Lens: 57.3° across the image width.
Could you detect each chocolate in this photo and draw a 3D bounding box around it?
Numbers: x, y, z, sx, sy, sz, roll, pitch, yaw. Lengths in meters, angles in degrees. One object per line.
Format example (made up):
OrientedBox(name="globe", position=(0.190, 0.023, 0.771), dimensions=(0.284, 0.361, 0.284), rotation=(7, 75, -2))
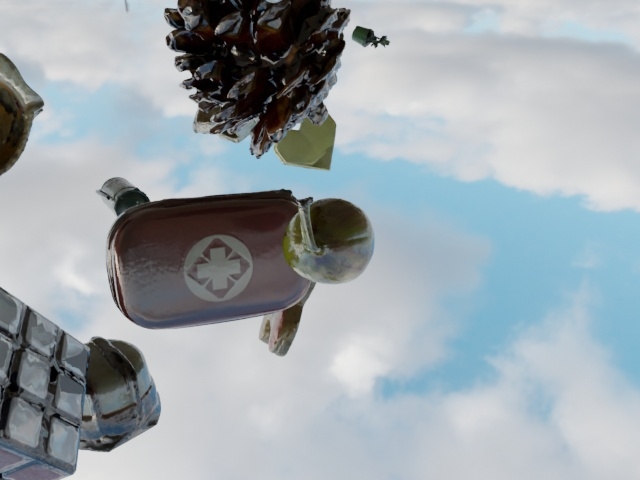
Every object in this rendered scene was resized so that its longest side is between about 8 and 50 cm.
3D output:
OrientedBox(name="chocolate", position=(-0.549, 0.365, 1.478), dimensions=(0.284, 0.186, 0.283), rotation=(6, -149, -4))

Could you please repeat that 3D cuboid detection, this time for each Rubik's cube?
OrientedBox(name="Rubik's cube", position=(-0.668, 0.309, 1.118), dimensions=(0.305, 0.303, 0.301), rotation=(-23, -134, 9))

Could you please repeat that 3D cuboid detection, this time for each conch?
OrientedBox(name="conch", position=(-0.658, -0.231, 1.055), dimensions=(0.297, 0.352, 0.210), rotation=(21, -176, -9))

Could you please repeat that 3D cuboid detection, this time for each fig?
OrientedBox(name="fig", position=(0.014, 0.004, 0.899), dimensions=(0.142, 0.147, 0.186), rotation=(22, -164, -2))

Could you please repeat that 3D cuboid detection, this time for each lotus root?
OrientedBox(name="lotus root", position=(-0.174, -0.374, 1.424), dimensions=(0.210, 0.142, 0.314), rotation=(29, -109, 10))

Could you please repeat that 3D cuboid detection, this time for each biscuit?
OrientedBox(name="biscuit", position=(-0.110, 0.174, 1.809), dimensions=(0.076, 0.368, 0.394), rotation=(22, -176, -12))

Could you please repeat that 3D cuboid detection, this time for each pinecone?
OrientedBox(name="pinecone", position=(-0.094, -0.283, 0.850), dimensions=(0.242, 0.295, 0.298), rotation=(-30, -173, -34))

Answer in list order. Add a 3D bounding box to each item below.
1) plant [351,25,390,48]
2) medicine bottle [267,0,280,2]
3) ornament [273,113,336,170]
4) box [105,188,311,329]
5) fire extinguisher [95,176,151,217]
OrientedBox(name="plant", position=(0.135, -0.534, 1.559), dimensions=(0.102, 0.051, 0.051), rotation=(26, -145, 12))
OrientedBox(name="medicine bottle", position=(-0.141, -0.337, 0.525), dimensions=(0.110, 0.110, 0.352), rotation=(26, 180, 38))
OrientedBox(name="ornament", position=(-0.024, -0.282, 1.752), dimensions=(0.201, 0.180, 0.059), rotation=(-40, -174, -9))
OrientedBox(name="box", position=(-0.205, 0.038, 1.150), dimensions=(0.404, 0.263, 0.108), rotation=(-7, -164, -18))
OrientedBox(name="fire extinguisher", position=(-0.527, -0.117, 1.549), dimensions=(0.118, 0.093, 0.294), rotation=(-6, -162, -29))
